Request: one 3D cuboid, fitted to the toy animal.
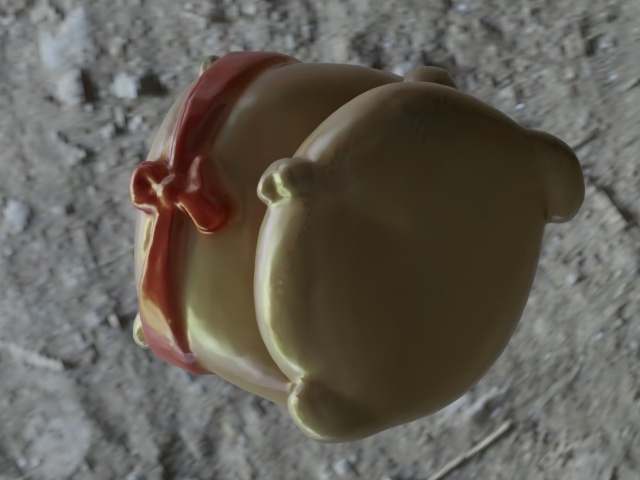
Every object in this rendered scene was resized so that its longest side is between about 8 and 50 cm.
[{"bbox_3d":[0.000,0.000,0.774,0.198,0.171,0.171,17,109,58],"label":"toy animal"}]
